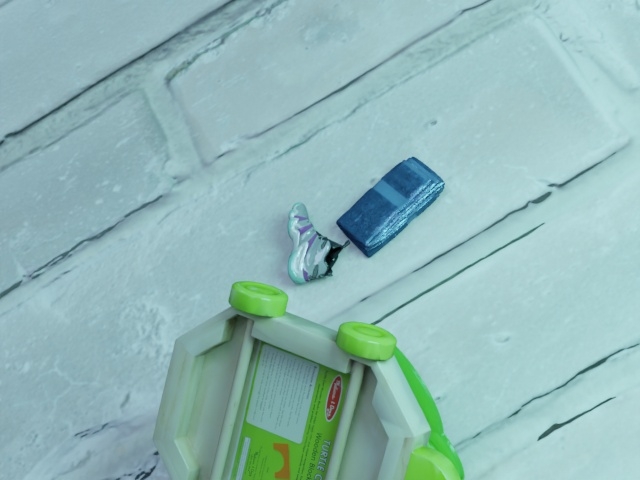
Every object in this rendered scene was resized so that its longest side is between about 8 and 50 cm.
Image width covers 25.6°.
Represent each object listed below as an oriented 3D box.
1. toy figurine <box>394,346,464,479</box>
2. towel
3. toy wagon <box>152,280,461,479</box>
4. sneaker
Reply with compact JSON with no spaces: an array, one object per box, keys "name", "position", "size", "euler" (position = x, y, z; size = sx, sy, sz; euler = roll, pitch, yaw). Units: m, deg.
[{"name":"toy figurine","position":[0.034,0.205,1.404],"size":[0.159,0.130,0.173],"euler":[-36,76,16]},{"name":"towel","position":[0.077,-0.041,1.569],"size":[0.119,0.029,0.067],"euler":[-43,52,-6]},{"name":"toy wagon","position":[-0.001,0.201,1.325],"size":[0.344,0.068,0.267],"euler":[19,103,24]},{"name":"sneaker","position":[0.000,0.000,1.574],"size":[0.069,0.038,0.098],"euler":[-9,66,17]}]
